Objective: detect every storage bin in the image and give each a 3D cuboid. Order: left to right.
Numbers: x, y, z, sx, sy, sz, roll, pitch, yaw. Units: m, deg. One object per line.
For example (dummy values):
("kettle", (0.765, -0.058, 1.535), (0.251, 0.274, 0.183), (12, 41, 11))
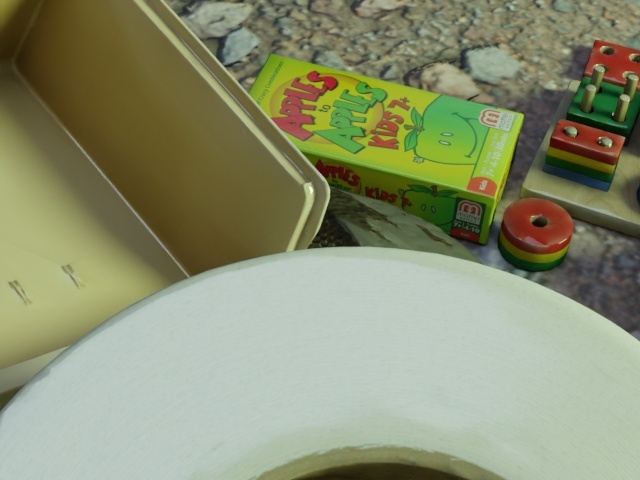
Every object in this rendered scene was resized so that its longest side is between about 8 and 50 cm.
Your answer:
("storage bin", (-0.169, -0.043, 0.757), (0.260, 0.123, 0.262), (48, 35, 18))

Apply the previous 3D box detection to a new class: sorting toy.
("sorting toy", (0.223, -0.070, 0.966), (0.132, 0.046, 0.274), (19, 46, 14))

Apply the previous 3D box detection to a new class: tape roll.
("tape roll", (0.024, 0.192, 0.562), (0.392, 0.072, 0.392), (4, 67, -9))

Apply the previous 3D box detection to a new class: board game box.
("board game box", (0.036, -0.064, 0.944), (0.181, 0.043, 0.092), (15, 45, 10))

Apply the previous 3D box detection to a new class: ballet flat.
("ballet flat", (0.000, 0.000, 0.876), (0.250, 0.058, 0.084), (27, 27, 14))
